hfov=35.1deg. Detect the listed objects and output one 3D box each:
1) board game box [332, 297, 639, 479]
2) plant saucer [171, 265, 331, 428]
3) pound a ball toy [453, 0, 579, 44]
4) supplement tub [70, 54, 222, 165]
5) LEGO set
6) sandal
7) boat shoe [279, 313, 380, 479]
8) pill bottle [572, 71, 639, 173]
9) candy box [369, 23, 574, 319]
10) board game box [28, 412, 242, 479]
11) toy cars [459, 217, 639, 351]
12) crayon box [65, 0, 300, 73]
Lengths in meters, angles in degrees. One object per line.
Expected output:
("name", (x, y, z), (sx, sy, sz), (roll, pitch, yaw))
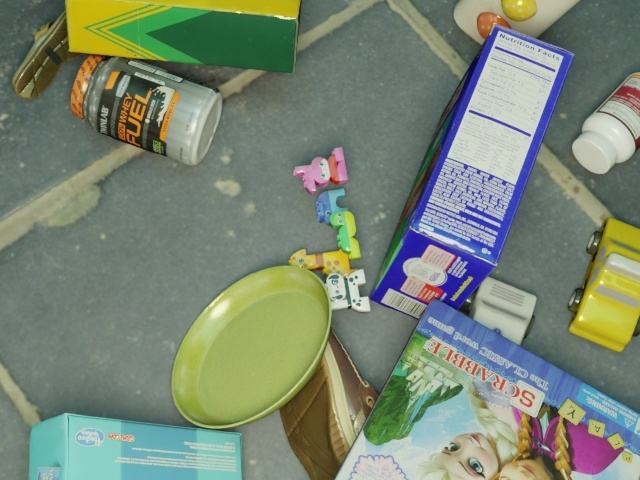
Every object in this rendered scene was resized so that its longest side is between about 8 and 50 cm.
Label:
("board game box", (0.201, 0.267, 1.182), (0.318, 0.066, 0.318), (29, 53, 5))
("plant saucer", (-0.081, 0.138, 1.275), (0.241, 0.037, 0.241), (-24, 40, 22))
("pound a ball toy", (0.263, -0.385, 1.456), (0.208, 0.319, 0.136), (35, 69, -7))
("supplement tub", (-0.243, -0.187, 1.414), (0.190, 0.117, 0.117), (19, 67, 4))
("LEGO set", (0.000, 0.000, 1.378), (0.093, 0.087, 0.227), (-8, 75, -5))
("sandal", (-0.392, -0.284, 1.476), (0.049, 0.072, 0.180), (28, 71, 30))
("boat shoe", (0.046, 0.247, 1.276), (0.123, 0.123, 0.342), (2, 52, -37))
("pill bottle", (0.440, -0.170, 1.481), (0.086, 0.086, 0.152), (42, 71, 12))
("candy box", (0.191, -0.078, 1.324), (0.122, 0.268, 0.317), (24, 67, 1))
("board game box", (-0.199, 0.377, 1.130), (0.253, 0.079, 0.336), (17, 59, -43))
("toy cars", (0.319, 0.089, 1.363), (0.393, 0.087, 0.176), (-24, 71, -14))
("crayon box", (-0.179, -0.410, 1.470), (0.313, 0.106, 0.363), (5, 50, -1))
